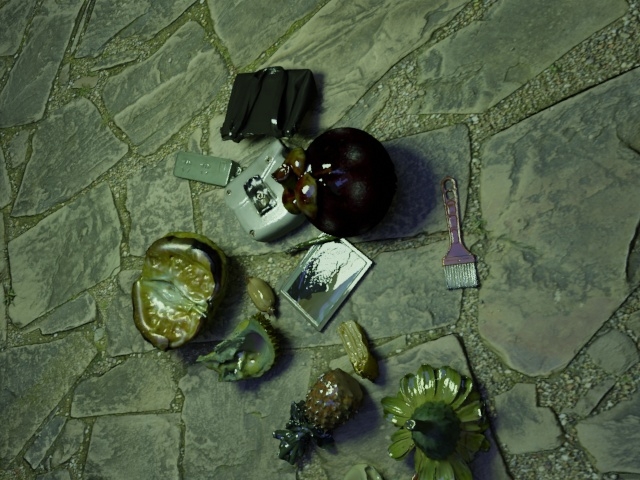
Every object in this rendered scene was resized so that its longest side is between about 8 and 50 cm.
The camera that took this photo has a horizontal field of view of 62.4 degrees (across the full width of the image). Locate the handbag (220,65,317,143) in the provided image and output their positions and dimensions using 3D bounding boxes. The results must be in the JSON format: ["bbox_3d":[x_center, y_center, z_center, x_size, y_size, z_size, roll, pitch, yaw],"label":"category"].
[{"bbox_3d":[-0.170,-0.418,1.647,0.285,0.113,0.257,4,63,24],"label":"handbag"}]

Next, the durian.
[{"bbox_3d":[-0.235,0.330,1.578,0.306,0.166,0.172,-30,69,27],"label":"durian"}]

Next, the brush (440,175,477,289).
[{"bbox_3d":[0.366,-0.026,1.445,0.090,0.017,0.315,-9,79,20],"label":"brush"}]

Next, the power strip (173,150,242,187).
[{"bbox_3d":[-0.365,-0.234,1.774,0.287,0.053,0.093,12,88,26],"label":"power strip"}]

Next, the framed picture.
[{"bbox_3d":[0.011,0.112,1.581,0.192,0.018,0.265,40,99,24],"label":"framed picture"}]

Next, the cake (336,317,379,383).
[{"bbox_3d":[0.121,0.314,1.495,0.079,0.116,0.185,-42,37,8],"label":"cake"}]

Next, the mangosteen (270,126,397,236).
[{"bbox_3d":[0.033,-0.158,1.432,0.346,0.307,0.307,-1,80,-13],"label":"mangosteen"}]

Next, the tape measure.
[{"bbox_3d":[-0.155,-0.145,1.629,0.258,0.130,0.265,-39,70,12],"label":"tape measure"}]

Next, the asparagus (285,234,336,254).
[{"bbox_3d":[0.000,0.000,1.581,0.248,0.025,0.024,-17,118,21],"label":"asparagus"}]

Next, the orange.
[{"bbox_3d":[-0.435,0.147,1.661,0.270,0.210,0.369,26,95,1],"label":"orange"}]

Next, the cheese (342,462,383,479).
[{"bbox_3d":[0.087,0.704,1.426,0.227,0.064,0.137,-58,30,26],"label":"cheese"}]

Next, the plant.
[{"bbox_3d":[0.303,0.451,1.312,0.261,0.297,0.306,-17,55,-14],"label":"plant"}]

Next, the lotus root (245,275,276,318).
[{"bbox_3d":[-0.180,0.171,1.631,0.073,0.062,0.150,-43,68,21],"label":"lotus root"}]

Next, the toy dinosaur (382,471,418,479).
[{"bbox_3d":[0.203,0.697,1.397,0.212,0.057,0.143,-23,86,21],"label":"toy dinosaur"}]

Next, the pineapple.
[{"bbox_3d":[-0.010,0.505,1.480,0.170,0.141,0.310,40,108,-2],"label":"pineapple"}]
